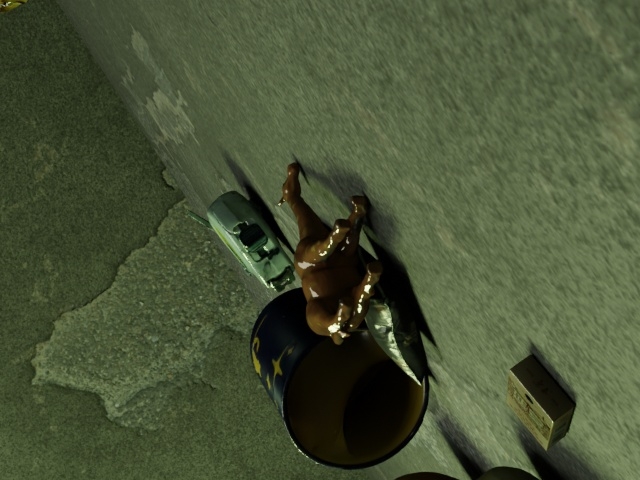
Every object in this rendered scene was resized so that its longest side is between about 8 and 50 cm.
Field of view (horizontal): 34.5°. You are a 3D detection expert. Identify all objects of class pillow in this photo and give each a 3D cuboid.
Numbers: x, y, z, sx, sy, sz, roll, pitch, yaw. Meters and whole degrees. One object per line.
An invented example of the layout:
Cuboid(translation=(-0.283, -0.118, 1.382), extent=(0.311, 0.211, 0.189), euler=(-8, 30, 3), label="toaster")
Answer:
Cuboid(translation=(0.072, 0.081, 1.089), extent=(0.090, 0.048, 0.150), euler=(42, 163, 44), label="pillow")

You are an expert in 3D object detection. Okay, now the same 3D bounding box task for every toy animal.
Cuboid(translation=(0.000, 0.000, 1.065), extent=(0.230, 0.066, 0.224), euler=(132, 132, -70), label="toy animal")

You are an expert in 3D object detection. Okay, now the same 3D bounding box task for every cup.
Cuboid(translation=(0.025, 0.122, 1.305), extent=(0.178, 0.255, 0.256), euler=(19, -174, -18), label="cup")

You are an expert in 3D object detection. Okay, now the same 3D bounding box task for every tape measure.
Cuboid(translation=(-0.152, -0.039, 1.733), extent=(0.330, 0.084, 0.164), euler=(42, 161, 53), label="tape measure")

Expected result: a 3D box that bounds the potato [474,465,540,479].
Cuboid(translation=(0.200, 0.316, 0.948), extent=(0.178, 0.160, 0.235), euler=(95, 155, -44), label="potato")

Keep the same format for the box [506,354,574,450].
Cuboid(translation=(0.172, 0.129, 0.812), extent=(0.053, 0.024, 0.083), euler=(51, 172, 27), label="box")

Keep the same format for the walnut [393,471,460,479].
Cuboid(translation=(0.186, 0.428, 1.300), extent=(0.336, 0.209, 0.209), euler=(35, 161, 33), label="walnut")

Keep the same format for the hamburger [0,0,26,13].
Cuboid(translation=(-0.352, -0.417, 1.101), extent=(0.277, 0.195, 0.318), euler=(58, 175, -30), label="hamburger")
